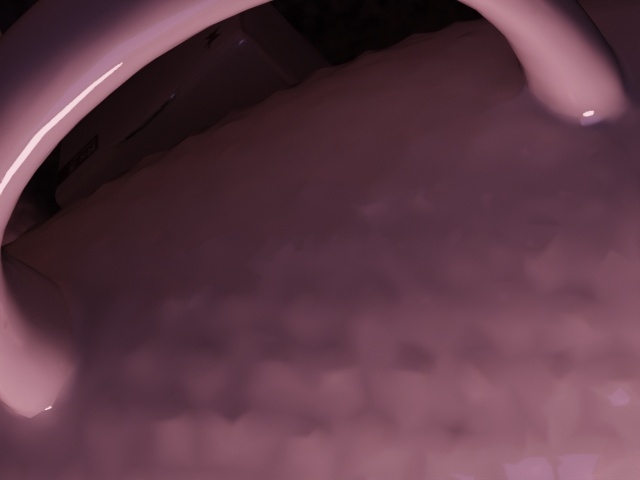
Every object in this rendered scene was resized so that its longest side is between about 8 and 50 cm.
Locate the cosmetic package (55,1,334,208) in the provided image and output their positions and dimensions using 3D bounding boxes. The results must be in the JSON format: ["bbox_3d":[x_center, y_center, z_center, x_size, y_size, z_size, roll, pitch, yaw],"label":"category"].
[{"bbox_3d":[0.000,0.000,0.767,0.117,0.085,0.231,-39,115,15],"label":"cosmetic package"}]

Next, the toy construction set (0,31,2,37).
[{"bbox_3d":[-0.261,-0.082,0.650,0.328,0.151,0.215,-13,121,2],"label":"toy construction set"}]

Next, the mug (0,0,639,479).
[{"bbox_3d":[0.022,0.039,0.572,0.328,0.276,0.374,-31,133,6],"label":"mug"}]
